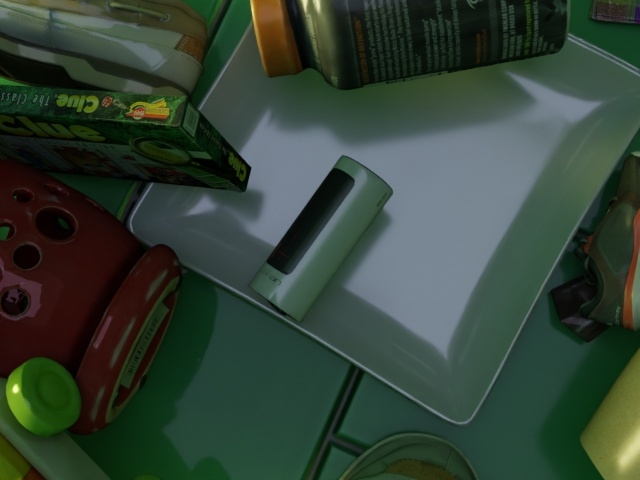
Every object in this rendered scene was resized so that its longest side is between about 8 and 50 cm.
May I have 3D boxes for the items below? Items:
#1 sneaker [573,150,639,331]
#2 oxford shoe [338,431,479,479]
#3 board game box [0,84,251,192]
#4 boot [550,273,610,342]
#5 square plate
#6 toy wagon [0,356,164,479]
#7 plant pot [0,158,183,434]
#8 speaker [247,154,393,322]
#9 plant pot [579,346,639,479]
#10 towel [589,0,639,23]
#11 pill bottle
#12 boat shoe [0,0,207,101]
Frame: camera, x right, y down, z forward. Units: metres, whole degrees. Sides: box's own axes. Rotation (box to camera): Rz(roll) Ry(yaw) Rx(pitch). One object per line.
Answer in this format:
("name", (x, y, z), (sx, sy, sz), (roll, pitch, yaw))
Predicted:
("sneaker", (0.244, -0.004, 0.882), (0.065, 0.061, 0.157), (3, 68, 22))
("oxford shoe", (-0.013, 0.354, 0.831), (0.169, 0.130, 0.449), (31, 86, 5))
("board game box", (-0.200, -0.086, 0.872), (0.260, 0.136, 0.030), (6, 71, 21))
("boot", (0.265, 0.062, 0.901), (0.114, 0.037, 0.106), (-30, 68, -4))
("square plate", (0.062, -0.070, 0.929), (0.344, 0.049, 0.347), (30, 84, 7))
("toy wagon", (-0.231, 0.246, 0.820), (0.267, 0.068, 0.344), (-32, 105, 25))
("plant pot", (-0.218, 0.051, 0.859), (0.174, 0.191, 0.191), (24, 84, 4))
("speaker", (0.000, 0.000, 0.870), (0.055, 0.055, 0.136), (35, 86, 8))
("plant pot", (0.340, 0.117, 0.776), (0.274, 0.256, 0.256), (-39, 81, 7))
("towel", (0.288, -0.223, 0.957), (0.083, 0.009, 0.060), (7, 81, 4))
("pill bottle", (0.067, -0.195, 0.857), (0.246, 0.130, 0.130), (-10, 81, 2))
("boat shoe", (-0.248, -0.197, 0.944), (0.302, 0.113, 0.103), (19, 80, -3))
